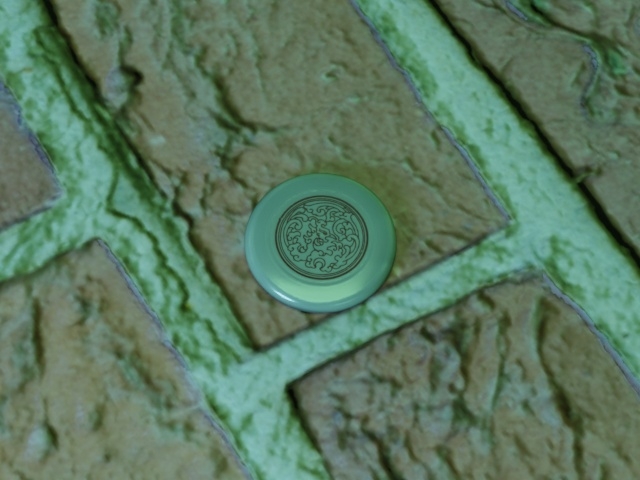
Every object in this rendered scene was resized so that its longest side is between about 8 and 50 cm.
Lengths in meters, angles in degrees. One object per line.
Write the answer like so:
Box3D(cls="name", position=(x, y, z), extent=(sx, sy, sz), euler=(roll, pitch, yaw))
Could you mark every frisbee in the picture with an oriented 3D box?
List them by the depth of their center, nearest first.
Box3D(cls="frisbee", position=(0.000, 0.000, 0.981), extent=(0.110, 0.014, 0.110), euler=(1, 64, -1))
